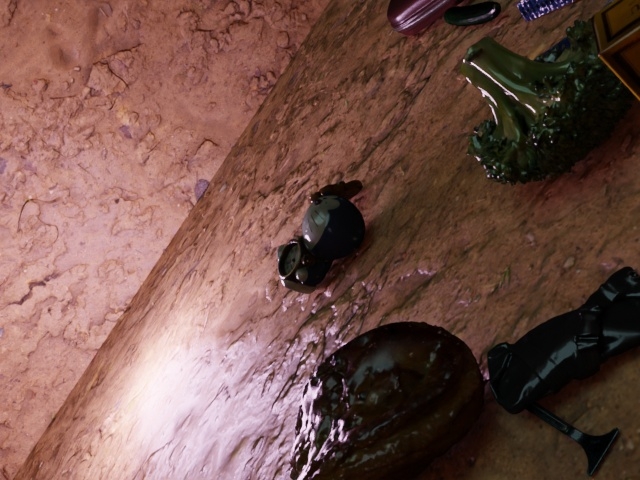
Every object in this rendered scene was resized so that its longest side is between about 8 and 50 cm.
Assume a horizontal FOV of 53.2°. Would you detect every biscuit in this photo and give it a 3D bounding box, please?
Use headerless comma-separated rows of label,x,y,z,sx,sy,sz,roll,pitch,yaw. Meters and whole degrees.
biscuit,0.039,-0.111,1.601,0.124,0.175,0.026,-34,76,29

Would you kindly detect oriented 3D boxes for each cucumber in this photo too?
cucumber,0.386,-0.581,1.646,0.056,0.056,0.284,-54,22,4

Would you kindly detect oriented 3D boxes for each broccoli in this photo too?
broccoli,0.366,-0.222,1.050,0.288,0.235,0.260,-48,50,7

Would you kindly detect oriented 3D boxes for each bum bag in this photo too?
bum bag,0.330,0.134,0.851,0.248,0.060,0.123,-44,21,21

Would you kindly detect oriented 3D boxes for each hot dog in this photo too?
hot dog,0.077,0.286,0.990,0.387,0.174,0.267,-47,24,21

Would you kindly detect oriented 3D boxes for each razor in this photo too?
razor,0.295,0.227,0.836,0.066,0.033,0.190,-56,24,-2

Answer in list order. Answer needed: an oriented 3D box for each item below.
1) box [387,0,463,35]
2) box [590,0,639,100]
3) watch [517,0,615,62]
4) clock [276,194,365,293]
box,0.358,-0.754,1.836,0.403,0.108,0.263,-22,40,50
box,0.471,-0.188,0.700,0.192,0.301,0.084,-32,34,41
watch,0.509,-0.462,1.272,0.274,0.068,0.277,-36,31,46
clock,0.000,0.000,1.523,0.243,0.146,0.200,-49,30,25
